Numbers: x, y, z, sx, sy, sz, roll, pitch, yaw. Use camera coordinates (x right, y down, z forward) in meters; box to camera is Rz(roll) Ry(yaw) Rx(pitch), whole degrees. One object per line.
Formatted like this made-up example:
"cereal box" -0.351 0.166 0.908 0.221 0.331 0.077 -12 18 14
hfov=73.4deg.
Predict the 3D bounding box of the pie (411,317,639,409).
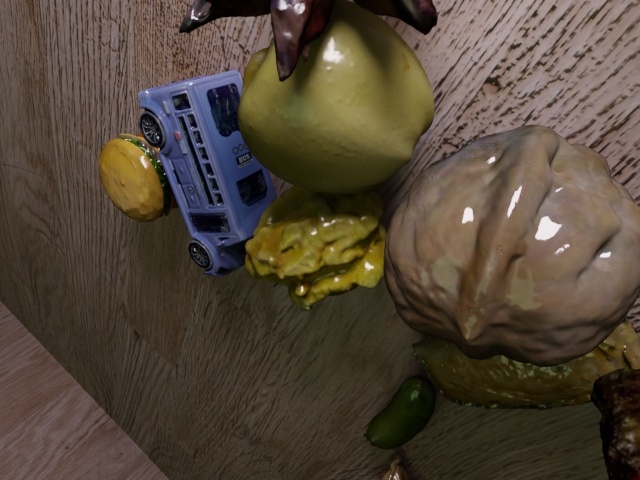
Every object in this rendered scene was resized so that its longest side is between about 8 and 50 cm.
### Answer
"pie" 0.239 0.155 0.541 0.129 0.068 0.282 53 139 -6

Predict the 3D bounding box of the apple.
"apple" 0.013 -0.140 0.436 0.199 0.200 0.200 20 129 27

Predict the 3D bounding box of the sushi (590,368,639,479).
"sushi" 0.376 0.245 0.379 0.196 0.182 0.343 -21 120 28

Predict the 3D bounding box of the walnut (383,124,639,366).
"walnut" 0.166 0.005 0.388 0.224 0.224 0.225 20 129 27

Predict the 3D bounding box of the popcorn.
"popcorn" 0.002 0.005 0.551 0.197 0.197 0.156 -6 116 41

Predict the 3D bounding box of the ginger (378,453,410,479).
"ginger" 0.154 0.541 0.826 0.218 0.123 0.270 12 125 35

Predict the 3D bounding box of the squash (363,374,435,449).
"squash" 0.133 0.294 0.710 0.069 0.069 0.258 34 141 16

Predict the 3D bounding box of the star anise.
"star anise" 0.000 -0.244 0.327 0.271 0.272 0.103 26 160 22

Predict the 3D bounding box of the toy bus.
"toy bus" -0.145 -0.089 0.638 0.133 0.125 0.293 3 119 37

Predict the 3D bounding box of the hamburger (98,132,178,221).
"hamburger" -0.313 -0.113 0.762 0.161 0.115 0.162 18 126 27

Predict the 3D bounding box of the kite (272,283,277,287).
"kite" -0.060 0.072 0.766 0.044 0.002 0.078 36 133 13
